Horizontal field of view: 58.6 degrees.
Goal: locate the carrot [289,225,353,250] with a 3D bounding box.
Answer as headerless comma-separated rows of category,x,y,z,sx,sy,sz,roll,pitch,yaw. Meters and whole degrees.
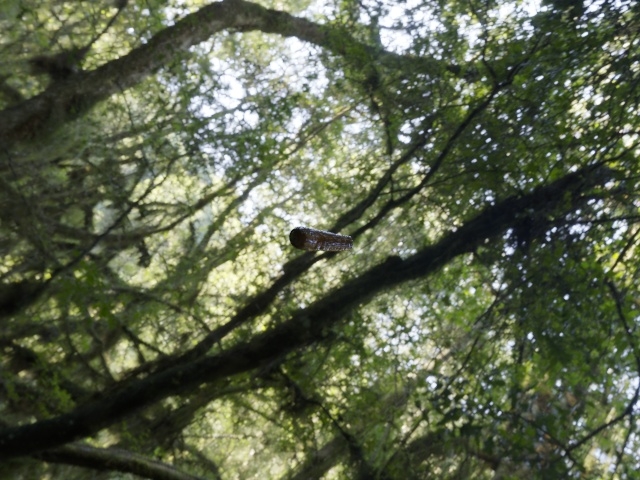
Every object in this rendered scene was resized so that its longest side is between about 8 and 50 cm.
carrot,0.000,0.000,0.752,0.032,0.093,0.032,-13,-106,54
